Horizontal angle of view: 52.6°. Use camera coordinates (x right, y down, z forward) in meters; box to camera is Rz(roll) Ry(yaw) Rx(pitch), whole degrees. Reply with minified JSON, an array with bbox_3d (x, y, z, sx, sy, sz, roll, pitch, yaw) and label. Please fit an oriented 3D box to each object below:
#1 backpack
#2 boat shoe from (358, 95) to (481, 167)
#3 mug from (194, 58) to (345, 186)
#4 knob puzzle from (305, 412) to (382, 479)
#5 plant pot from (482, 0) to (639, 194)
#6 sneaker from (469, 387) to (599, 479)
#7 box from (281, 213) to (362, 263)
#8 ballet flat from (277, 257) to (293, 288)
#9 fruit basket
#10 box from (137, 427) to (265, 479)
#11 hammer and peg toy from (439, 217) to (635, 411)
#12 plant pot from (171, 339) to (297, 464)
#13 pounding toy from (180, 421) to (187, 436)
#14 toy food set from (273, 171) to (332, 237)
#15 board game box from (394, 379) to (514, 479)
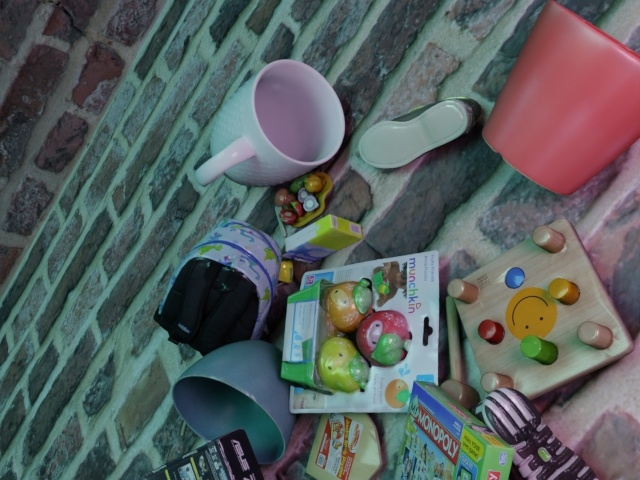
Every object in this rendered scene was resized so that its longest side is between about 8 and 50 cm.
[{"bbox_3d":[-0.237,0.120,1.592,0.273,0.290,0.355,-56,-7,-32],"label":"backpack"},{"bbox_3d":[0.216,-0.239,1.438,0.305,0.091,0.109,-15,100,46],"label":"boat shoe"},{"bbox_3d":[-0.171,-0.254,1.677,0.374,0.276,0.328,-41,12,-36],"label":"mug"},{"bbox_3d":[0.063,0.438,1.360,0.213,0.030,0.213,-23,57,40],"label":"knob puzzle"},{"bbox_3d":[0.423,-0.228,1.095,0.243,0.275,0.275,-57,41,27],"label":"plant pot"},{"bbox_3d":[0.337,0.368,1.036,0.281,0.106,0.162,58,159,12],"label":"sneaker"},{"bbox_3d":[0.000,0.000,1.557,0.178,0.109,0.042,-27,59,38],"label":"box"},{"bbox_3d":[-0.158,0.106,1.719,0.231,0.077,0.077,-19,83,40],"label":"ballet flat"},{"bbox_3d":[0.080,0.192,1.347,0.353,0.165,0.327,-13,63,39],"label":"fruit basket"},{"bbox_3d":[-0.220,0.655,1.423,0.318,0.097,0.395,-34,74,31],"label":"box"},{"bbox_3d":[0.320,0.148,1.126,0.361,0.127,0.266,-37,49,32],"label":"hammer and peg toy"},{"bbox_3d":[-0.167,0.346,1.502,0.290,0.290,0.195,-21,23,41],"label":"plant pot"},{"bbox_3d":[-0.326,0.434,1.734,0.130,0.100,0.141,33,99,50],"label":"pounding toy"},{"bbox_3d":[-0.066,-0.106,1.704,0.218,0.071,0.128,-35,51,33],"label":"toy food set"},{"bbox_3d":[0.199,0.374,1.042,0.317,0.046,0.213,-160,80,-79],"label":"board game box"}]
